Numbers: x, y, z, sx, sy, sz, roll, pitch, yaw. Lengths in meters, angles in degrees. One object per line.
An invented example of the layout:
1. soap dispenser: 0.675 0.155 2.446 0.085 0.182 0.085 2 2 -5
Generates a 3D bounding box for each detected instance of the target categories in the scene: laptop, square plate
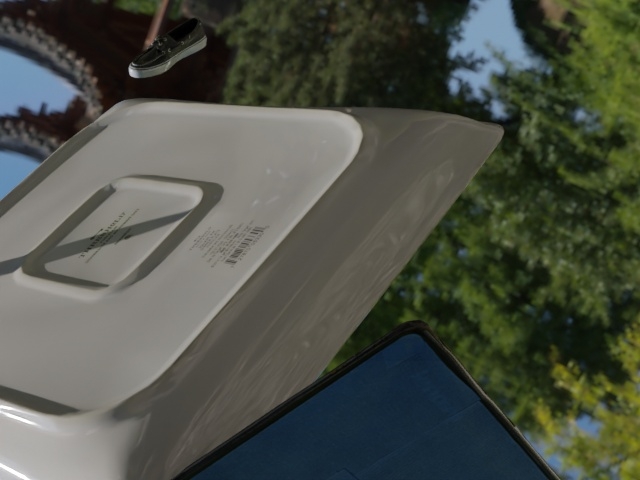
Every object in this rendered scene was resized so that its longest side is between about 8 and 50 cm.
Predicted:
1. laptop: -0.011 0.311 0.507 0.236 0.408 0.382 -8 144 30
2. square plate: -0.115 0.010 0.681 0.344 0.049 0.347 8 -135 41

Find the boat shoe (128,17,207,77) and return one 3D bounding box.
1. boat shoe: -0.216 -0.271 1.563 0.049 0.040 0.142 19 -139 33
